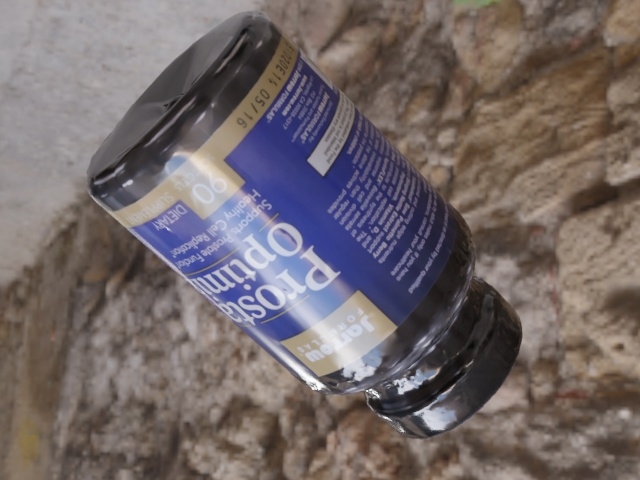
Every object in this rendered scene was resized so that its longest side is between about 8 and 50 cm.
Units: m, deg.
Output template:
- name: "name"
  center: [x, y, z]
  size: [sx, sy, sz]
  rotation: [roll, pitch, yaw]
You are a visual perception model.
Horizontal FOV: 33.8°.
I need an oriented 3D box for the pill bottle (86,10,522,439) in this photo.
- name: "pill bottle"
  center: [0.000, 0.000, 0.536]
  size: [0.219, 0.123, 0.123]
  rotation: [44, 153, -20]
